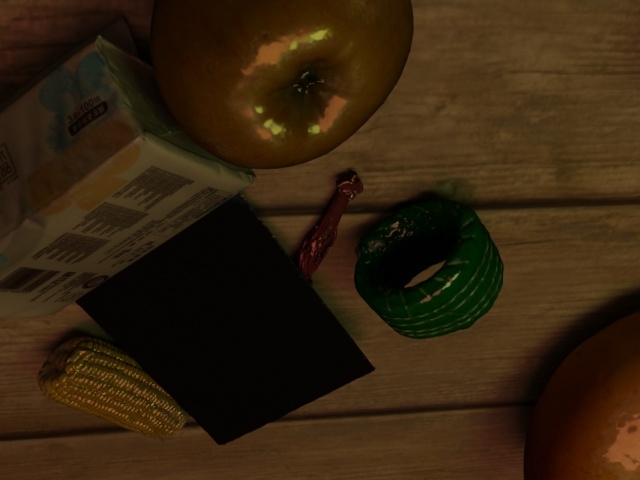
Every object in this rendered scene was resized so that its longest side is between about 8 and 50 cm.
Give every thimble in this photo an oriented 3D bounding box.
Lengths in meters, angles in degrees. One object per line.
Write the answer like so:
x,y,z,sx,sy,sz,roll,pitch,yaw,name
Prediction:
0.099,0.029,0.774,0.130,0.118,0.090,-6,145,34,thimble

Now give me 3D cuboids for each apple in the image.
-0.026,-0.135,0.560,0.182,0.155,0.182,-7,128,-10,apple

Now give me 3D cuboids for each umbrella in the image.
0.000,0.000,0.791,0.027,0.025,0.165,28,126,1,umbrella

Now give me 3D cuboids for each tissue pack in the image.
-0.200,-0.055,0.642,0.229,0.145,0.159,-32,162,18,tissue pack

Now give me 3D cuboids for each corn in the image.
-0.211,0.158,0.874,0.085,0.063,0.165,-49,128,2,corn

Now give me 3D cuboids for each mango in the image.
0.354,0.220,0.957,0.199,0.201,0.350,-17,132,-32,mango

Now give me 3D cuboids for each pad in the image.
-0.100,0.080,0.822,0.202,0.005,0.299,-28,123,13,pad
